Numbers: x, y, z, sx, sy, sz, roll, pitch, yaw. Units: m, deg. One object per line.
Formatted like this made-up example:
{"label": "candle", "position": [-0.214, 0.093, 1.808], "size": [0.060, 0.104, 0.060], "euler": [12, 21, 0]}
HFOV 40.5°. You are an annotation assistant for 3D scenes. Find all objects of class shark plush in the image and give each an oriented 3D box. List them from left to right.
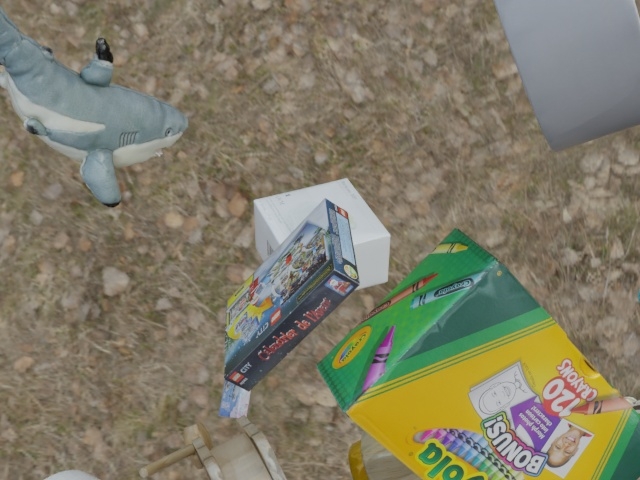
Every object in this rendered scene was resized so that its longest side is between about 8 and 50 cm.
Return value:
{"label": "shark plush", "position": [-0.144, -0.093, 0.500], "size": [0.067, 0.161, 0.073], "euler": [-36, 44, 5]}

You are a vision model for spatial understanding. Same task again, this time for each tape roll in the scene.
{"label": "tape roll", "position": [0.154, -0.172, 0.568], "size": [0.072, 0.219, 0.219], "euler": [-18, 69, 20]}

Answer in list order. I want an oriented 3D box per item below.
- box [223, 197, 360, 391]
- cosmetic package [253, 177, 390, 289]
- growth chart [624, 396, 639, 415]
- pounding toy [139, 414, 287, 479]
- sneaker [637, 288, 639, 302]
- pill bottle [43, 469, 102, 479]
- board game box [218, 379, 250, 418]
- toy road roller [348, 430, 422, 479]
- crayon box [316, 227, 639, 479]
{"label": "box", "position": [-0.045, 0.073, 1.172], "size": [0.233, 0.044, 0.159], "euler": [-45, 29, 25]}
{"label": "cosmetic package", "position": [0.000, 0.000, 1.838], "size": [0.224, 0.138, 0.224], "euler": [-14, 41, -18]}
{"label": "growth chart", "position": [0.591, 0.334, 1.566], "size": [0.237, 0.172, 0.021], "euler": [-9, 37, 48]}
{"label": "pounding toy", "position": [-0.124, 0.323, 1.085], "size": [0.155, 0.269, 0.154], "euler": [-24, 95, -14]}
{"label": "sneaker", "position": [0.568, 0.168, 1.282], "size": [0.107, 0.110, 0.275], "euler": [-26, 87, -28]}
{"label": "pill bottle", "position": [-0.157, 0.330, 0.803], "size": [0.301, 0.169, 0.169], "euler": [17, 80, 34]}
{"label": "board game box", "position": [-0.144, 0.259, 1.487], "size": [0.090, 0.020, 0.090], "euler": [-19, 60, 62]}
{"label": "toy road roller", "position": [0.215, 0.304, 1.024], "size": [0.202, 0.329, 0.241], "euler": [-33, 59, 31]}
{"label": "crayon box", "position": [0.150, 0.142, 0.737], "size": [0.165, 0.278, 0.081], "euler": [-45, 27, 3]}
